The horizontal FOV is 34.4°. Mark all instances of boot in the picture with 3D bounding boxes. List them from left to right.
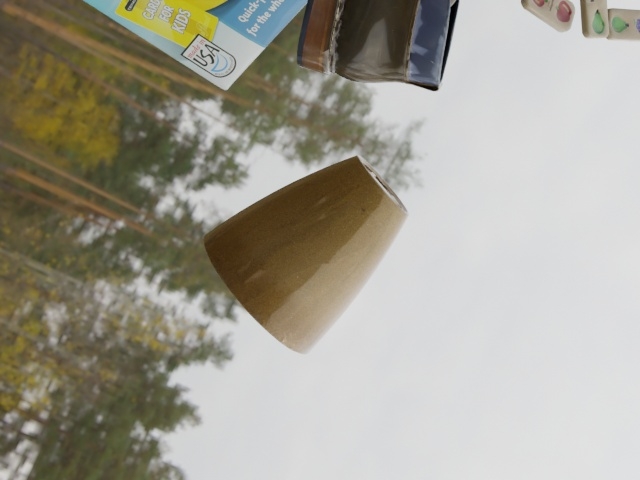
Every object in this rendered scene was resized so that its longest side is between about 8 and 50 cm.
[{"bbox_3d":[0.061,-0.207,0.708,0.082,0.106,0.219,-61,169,-58],"label":"boot"}]

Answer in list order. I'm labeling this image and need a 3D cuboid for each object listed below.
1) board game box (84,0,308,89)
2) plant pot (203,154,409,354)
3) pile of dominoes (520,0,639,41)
[{"bbox_3d":[-0.147,-0.301,0.850,0.254,0.336,0.079,-38,-151,45],"label":"board game box"},{"bbox_3d":[0.000,0.000,1.540,0.254,0.237,0.237,-40,-158,9],"label":"plant pot"},{"bbox_3d":[0.255,-0.308,0.933,0.040,0.196,0.251,-3,-87,57],"label":"pile of dominoes"}]
